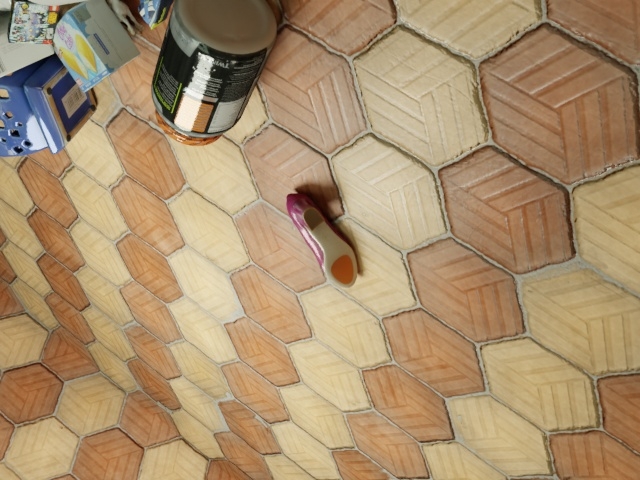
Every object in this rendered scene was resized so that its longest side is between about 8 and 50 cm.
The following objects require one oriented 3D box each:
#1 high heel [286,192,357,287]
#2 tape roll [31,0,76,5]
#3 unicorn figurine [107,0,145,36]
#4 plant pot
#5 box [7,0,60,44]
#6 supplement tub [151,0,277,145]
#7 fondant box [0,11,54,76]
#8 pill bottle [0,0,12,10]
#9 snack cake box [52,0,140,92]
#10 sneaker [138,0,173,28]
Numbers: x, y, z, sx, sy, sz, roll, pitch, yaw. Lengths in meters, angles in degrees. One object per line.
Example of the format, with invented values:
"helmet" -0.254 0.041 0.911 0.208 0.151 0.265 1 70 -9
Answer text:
"high heel" 0.000 0.000 1.769 0.244 0.082 0.117 53 175 -32
"tape roll" -0.485 -0.577 1.514 0.169 0.246 0.246 9 132 41
"unicorn figurine" -0.423 -0.486 1.702 0.111 0.060 0.162 50 144 -11
"plant pot" -0.698 -0.353 1.964 0.212 0.236 0.236 6 134 17
"box" -0.608 -0.469 1.691 0.137 0.093 0.027 -47 55 54
"supplement tub" -0.215 -0.330 1.531 0.193 0.193 0.316 43 145 3
"fondant box" -0.802 -0.478 1.871 0.330 0.238 0.096 38 151 42
"pill bottle" -0.740 -0.630 1.757 0.361 0.204 0.204 29 142 23
"snack cake box" -0.510 -0.434 1.772 0.152 0.089 0.264 56 158 -17
"sneaker" -0.334 -0.489 1.616 0.059 0.053 0.144 49 144 -2
